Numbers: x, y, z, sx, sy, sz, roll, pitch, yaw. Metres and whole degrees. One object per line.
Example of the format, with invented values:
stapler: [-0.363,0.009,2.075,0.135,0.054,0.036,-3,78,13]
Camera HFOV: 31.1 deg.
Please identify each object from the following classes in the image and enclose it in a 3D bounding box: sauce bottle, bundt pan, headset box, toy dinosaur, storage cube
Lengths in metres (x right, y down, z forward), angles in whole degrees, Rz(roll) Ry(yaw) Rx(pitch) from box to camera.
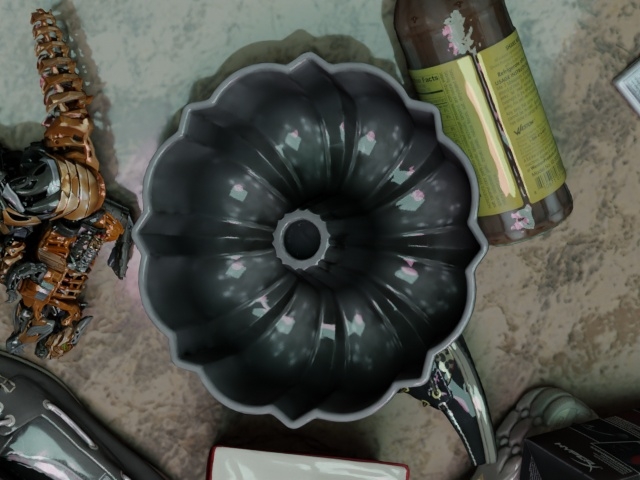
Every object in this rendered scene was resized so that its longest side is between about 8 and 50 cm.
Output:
sauce bottle: [0.137,-0.168,1.075,0.111,0.111,0.344,-20,106,2]
bundt pan: [0.000,0.000,1.064,0.330,0.124,0.331,0,89,17]
headset box: [0.336,0.286,1.161,0.293,0.110,0.218,-7,110,-32]
toy dinosaur: [-0.282,-0.047,1.091,0.218,0.164,0.322,3,87,-19]
storage cube: [-0.023,0.298,1.122,0.215,0.193,0.184,7,79,-4]

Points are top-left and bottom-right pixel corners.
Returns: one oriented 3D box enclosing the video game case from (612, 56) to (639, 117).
video game case: [0.414,-0.143,1.143,0.173,0.022,0.190,-41,104,7]

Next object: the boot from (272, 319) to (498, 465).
boot: [0.066,0.141,1.168,0.178,0.085,0.236,-23,96,5]

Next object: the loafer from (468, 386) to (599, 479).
loafer: [0.183,0.301,1.198,0.111,0.112,0.319,39,92,-20]

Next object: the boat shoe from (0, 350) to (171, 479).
boat shoe: [-0.271,0.221,1.166,0.335,0.095,0.112,38,100,-12]
